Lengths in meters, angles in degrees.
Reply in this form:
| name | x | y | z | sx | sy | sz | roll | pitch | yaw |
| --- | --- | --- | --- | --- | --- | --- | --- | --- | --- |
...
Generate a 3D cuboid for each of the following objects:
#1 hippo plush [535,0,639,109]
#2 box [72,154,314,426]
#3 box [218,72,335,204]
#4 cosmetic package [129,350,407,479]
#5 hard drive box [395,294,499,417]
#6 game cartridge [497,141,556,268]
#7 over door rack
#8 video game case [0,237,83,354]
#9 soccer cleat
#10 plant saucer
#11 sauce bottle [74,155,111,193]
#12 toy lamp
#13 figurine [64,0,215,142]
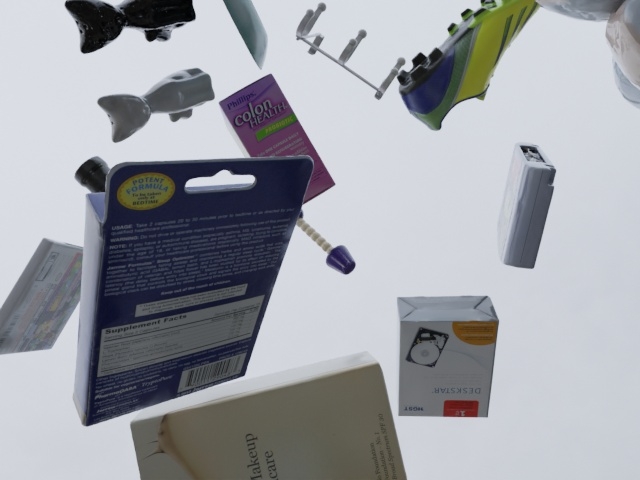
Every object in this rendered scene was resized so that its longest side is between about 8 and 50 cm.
| name | x | y | z | sx | sy | sz | roll | pitch | yaw |
| --- | --- | --- | --- | --- | --- | --- | --- | --- | --- |
| hippo plush | 0.327 | -0.220 | 0.402 | 0.294 | 0.234 | 0.237 | -21 | -16 | 27 |
| box | -0.094 | 0.032 | 0.371 | 0.137 | 0.036 | 0.225 | -8 | -46 | -37 |
| box | -0.089 | -0.180 | 1.076 | 0.117 | 0.213 | 0.242 | -32 | -86 | -5 |
| cosmetic package | -0.062 | 0.258 | 0.676 | 0.310 | 0.113 | 0.160 | -14 | -94 | -5 |
| hard drive box | 0.240 | 0.228 | 1.029 | 0.181 | 0.089 | 0.232 | -2 | -64 | 5 |
| game cartridge | 0.369 | -0.065 | 0.965 | 0.060 | 0.294 | 0.195 | 7 | -71 | 14 |
| over door rack | 0.075 | -0.446 | 1.251 | 0.240 | 0.324 | 0.108 | 34 | -76 | -4 |
| video game case | -0.462 | 0.097 | 0.890 | 0.201 | 0.023 | 0.183 | -62 | -7 | -6 |
| soccer cleat | 0.247 | -0.290 | 0.830 | 0.289 | 0.093 | 0.121 | -42 | -68 | -7 |
| plant saucer | -0.127 | -0.378 | 0.860 | 0.038 | 0.195 | 0.195 | -26 | -50 | 5 |
| sauce bottle | -0.361 | -0.034 | 1.095 | 0.344 | 0.111 | 0.111 | 43 | -85 | -3 |
| toy lamp | 0.000 | 0.000 | 1.546 | 0.080 | 0.274 | 0.080 | -29 | -35 | -23 |
| figurine | -0.277 | -0.274 | 0.818 | 0.209 | 0.092 | 0.214 | -44 | -49 | -51 |
